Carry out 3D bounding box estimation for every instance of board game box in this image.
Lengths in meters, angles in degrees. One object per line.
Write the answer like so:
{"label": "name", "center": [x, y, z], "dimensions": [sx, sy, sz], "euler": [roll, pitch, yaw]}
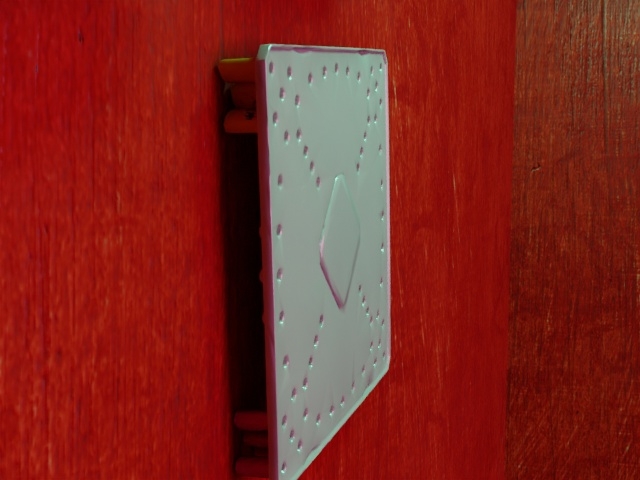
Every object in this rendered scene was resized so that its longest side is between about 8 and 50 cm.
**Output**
{"label": "board game box", "center": [0.000, 0.000, 0.983], "dimensions": [0.390, 0.050, 0.390], "euler": [-29, 120, -69]}
